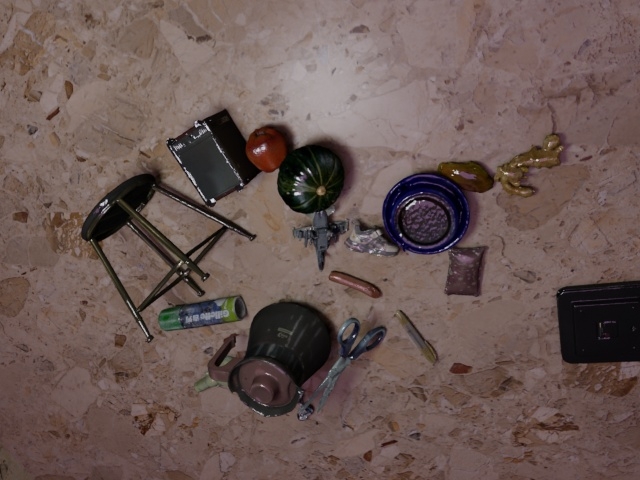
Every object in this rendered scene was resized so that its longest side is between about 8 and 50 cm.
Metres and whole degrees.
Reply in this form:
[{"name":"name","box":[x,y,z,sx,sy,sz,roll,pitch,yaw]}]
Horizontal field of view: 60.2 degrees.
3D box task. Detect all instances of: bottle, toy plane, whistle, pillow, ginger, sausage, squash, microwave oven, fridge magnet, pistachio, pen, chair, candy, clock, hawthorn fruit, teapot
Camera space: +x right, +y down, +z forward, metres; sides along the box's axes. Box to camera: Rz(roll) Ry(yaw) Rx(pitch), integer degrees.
[{"name":"bottle","box":[-0.444,0.276,2.059,0.330,0.093,0.093,-11,110,19]},{"name":"toy plane","box":[0.003,0.005,1.823,0.192,0.088,0.261,-9,118,-11]},{"name":"whistle","box":[-0.404,0.536,2.181,0.258,0.067,0.126,-32,101,27]},{"name":"pillow","box":[0.459,0.102,1.765,0.118,0.043,0.184,3,114,11]},{"name":"ginger","box":[0.594,-0.208,1.585,0.176,0.052,0.193,2,115,9]},{"name":"sausage","box":[0.117,0.149,1.881,0.186,0.043,0.043,22,117,5]},{"name":"squash","box":[-0.031,-0.186,1.688,0.172,0.218,0.218,39,125,38]},{"name":"microwave oven","box":[-0.337,-0.257,1.746,0.188,0.178,0.247,-25,104,21]},{"name":"fridge magnet","box":[0.319,-0.075,1.684,0.266,0.112,0.265,6,115,12]},{"name":"pistachio","box":[0.432,-0.191,1.638,0.173,0.049,0.089,18,117,6]},{"name":"pen","box":[0.333,0.332,1.909,0.040,0.032,0.233,-35,101,2]},{"name":"chair","box":[-0.530,0.015,1.833,0.410,0.364,0.362,44,117,-1]},{"name":"candy","box":[-0.103,0.603,2.137,0.094,0.051,0.226,-18,108,25]},{"name":"clock","box":[0.889,0.264,1.718,0.274,0.049,0.278,-7,112,17]},{"name":"hawthorn fruit","box":[-0.162,-0.281,1.721,0.133,0.132,0.137,-12,126,20]},{"name":"teapot","box":[-0.174,0.400,1.890,0.376,0.361,0.305,3,114,15]}]

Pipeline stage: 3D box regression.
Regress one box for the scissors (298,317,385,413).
[{"name":"scissors","box":[0.059,0.432,1.868,0.029,0.256,0.383,39,96,38]}]

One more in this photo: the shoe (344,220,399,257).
[{"name":"shoe","box":[0.170,-0.005,1.778,0.180,0.089,0.092,12,104,7]}]
